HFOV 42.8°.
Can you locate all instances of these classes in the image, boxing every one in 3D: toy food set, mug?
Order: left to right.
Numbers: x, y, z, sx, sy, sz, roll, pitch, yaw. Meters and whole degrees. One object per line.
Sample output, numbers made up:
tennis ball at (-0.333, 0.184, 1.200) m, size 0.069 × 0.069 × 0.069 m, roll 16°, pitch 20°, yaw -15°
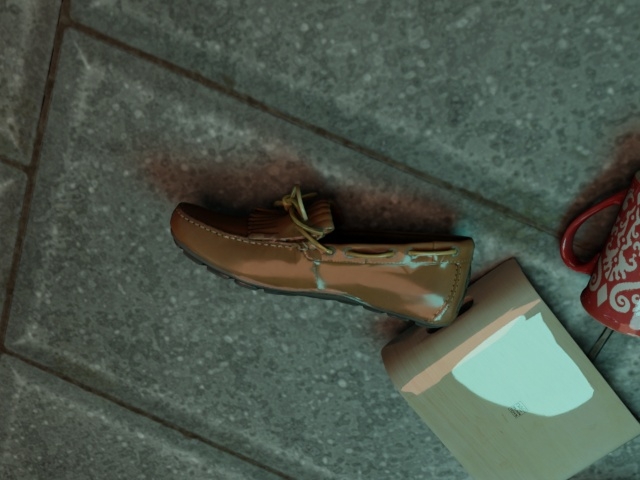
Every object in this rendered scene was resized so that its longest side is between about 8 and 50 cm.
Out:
toy food set at (0.258, 0.201, 1.089) m, size 0.220 × 0.092 × 0.306 m, roll -37°, pitch 104°, yaw 15°
mug at (0.361, 0.008, 0.937) m, size 0.150 × 0.113 × 0.169 m, roll 15°, pitch 120°, yaw 9°

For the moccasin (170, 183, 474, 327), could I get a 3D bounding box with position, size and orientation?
moccasin at (-0.001, 0.001, 1.020) m, size 0.380 × 0.139 × 0.146 m, roll 13°, pitch 104°, yaw 12°
